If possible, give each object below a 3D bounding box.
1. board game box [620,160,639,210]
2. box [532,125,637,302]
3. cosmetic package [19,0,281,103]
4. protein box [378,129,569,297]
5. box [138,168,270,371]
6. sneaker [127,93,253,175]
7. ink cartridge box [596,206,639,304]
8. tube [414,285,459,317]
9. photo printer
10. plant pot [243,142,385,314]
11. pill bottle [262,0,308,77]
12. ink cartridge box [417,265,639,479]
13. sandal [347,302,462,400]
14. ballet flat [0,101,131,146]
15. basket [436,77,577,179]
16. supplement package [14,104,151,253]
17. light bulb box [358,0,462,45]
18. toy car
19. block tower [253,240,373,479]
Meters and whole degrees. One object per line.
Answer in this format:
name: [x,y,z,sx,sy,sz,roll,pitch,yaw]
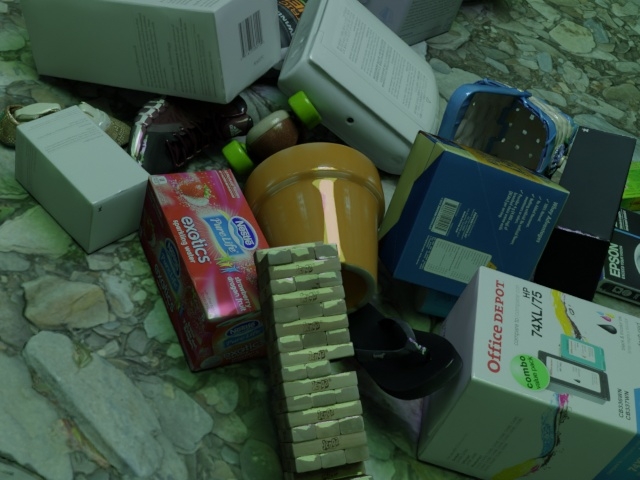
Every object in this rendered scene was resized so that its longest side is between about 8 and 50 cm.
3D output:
board game box: [0.598,-0.105,1.632,0.181,0.043,0.092,-6,52,-26]
box: [0.424,-0.032,1.368,0.103,0.184,0.261,14,47,19]
cosmetic package: [-0.269,-0.346,1.354,0.365,0.155,0.197,12,37,23]
protein box: [0.216,-0.029,1.250,0.201,0.200,0.136,17,15,-15]
box: [-0.148,0.033,1.157,0.128,0.123,0.257,-8,52,-28]
sneaker: [-0.192,-0.172,1.324,0.162,0.106,0.281,9,44,5]
ink cartridge box: [0.525,0.019,1.488,0.208,0.045,0.206,17,45,-3]
tube: [0.248,0.105,1.298,0.207,0.052,0.080,14,41,-12]
photo printer: [0.085,-0.275,1.487,0.307,0.107,0.256,35,45,-24]
plant pot: [0.000,0.000,1.190,0.205,0.205,0.188,4,49,-17]
pill bottle: [-0.074,-0.383,1.572,0.130,0.130,0.245,38,47,15]
ink cartridge box: [0.291,0.200,1.117,0.269,0.197,0.198,18,45,-3]
sandal: [0.081,0.135,1.105,0.097,0.054,0.254,-45,30,-16]
ballet flat: [-0.389,-0.179,1.302,0.206,0.067,0.073,-5,51,-26]
basket: [0.278,-0.143,1.398,0.288,0.255,0.201,-10,41,-38]
supplement package: [-0.341,-0.089,1.210,0.179,0.105,0.105,42,47,20]
light bulb box: [0.146,-0.655,1.749,0.358,0.361,0.225,43,48,20]
toy car: [-0.034,-0.111,1.330,0.188,0.155,0.149,54,5,-1]
block tower: [-0.009,0.164,1.003,0.090,0.097,0.336,-7,78,-15]
